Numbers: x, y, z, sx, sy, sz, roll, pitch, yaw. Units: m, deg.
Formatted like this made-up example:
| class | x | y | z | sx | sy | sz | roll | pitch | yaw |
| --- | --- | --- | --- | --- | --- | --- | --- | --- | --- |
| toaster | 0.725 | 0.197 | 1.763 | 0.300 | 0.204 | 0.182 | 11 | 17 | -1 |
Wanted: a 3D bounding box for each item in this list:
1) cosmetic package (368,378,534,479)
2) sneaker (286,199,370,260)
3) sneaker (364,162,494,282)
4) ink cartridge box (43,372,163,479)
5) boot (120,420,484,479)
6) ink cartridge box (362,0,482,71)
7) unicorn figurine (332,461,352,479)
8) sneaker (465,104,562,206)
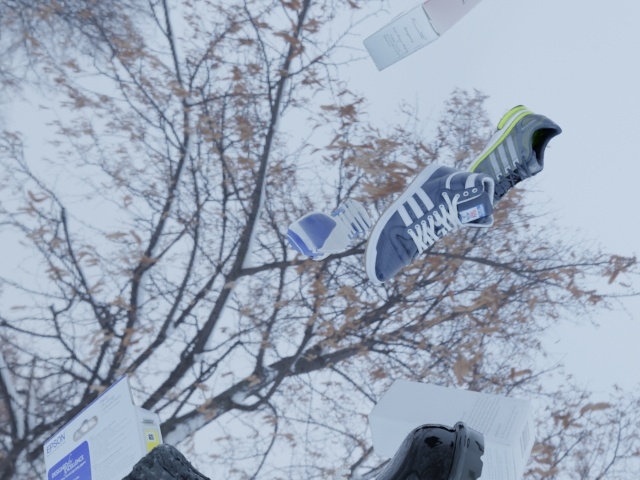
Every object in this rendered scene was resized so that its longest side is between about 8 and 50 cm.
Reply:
| class | x | y | z | sx | sy | sz | roll | pitch | yaw |
| --- | --- | --- | --- | --- | --- | --- | --- | --- | --- |
| cosmetic package | 0.206 | 0.300 | 0.876 | 0.231 | 0.117 | 0.085 | 0 | -71 | 35 |
| sneaker | 0.001 | 0.000 | 1.529 | 0.182 | 0.316 | 0.127 | -38 | -98 | 34 |
| sneaker | 0.203 | -0.028 | 0.975 | 0.153 | 0.282 | 0.099 | 15 | -33 | 41 |
| ink cartridge box | -0.423 | 0.473 | 1.077 | 0.304 | 0.072 | 0.307 | -39 | -130 | 20 |
| boot | -0.036 | 0.246 | 0.474 | 0.260 | 0.348 | 0.131 | 32 | -31 | 18 |
| ink cartridge box | 0.225 | -0.381 | 0.833 | 0.239 | 0.275 | 0.060 | -12 | -62 | 51 |
| unicorn figurine | 0.060 | 0.671 | 1.476 | 0.060 | 0.161 | 0.111 | 38 | -25 | -20 |
| sneaker | 0.414 | -0.160 | 1.216 | 0.121 | 0.111 | 0.299 | 32 | -86 | 54 |
